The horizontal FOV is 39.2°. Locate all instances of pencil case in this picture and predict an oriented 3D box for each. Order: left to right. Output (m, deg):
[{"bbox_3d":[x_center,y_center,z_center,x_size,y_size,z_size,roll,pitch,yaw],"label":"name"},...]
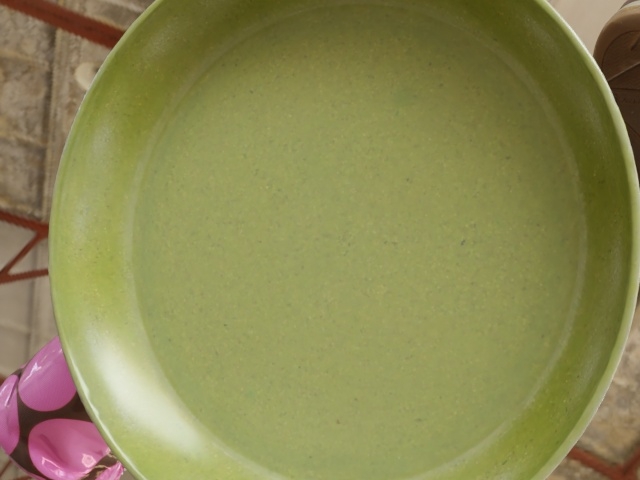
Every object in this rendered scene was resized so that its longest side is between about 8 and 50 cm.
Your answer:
[{"bbox_3d":[-0.093,0.066,0.535,0.209,0.095,0.098,-39,-86,22],"label":"pencil case"}]

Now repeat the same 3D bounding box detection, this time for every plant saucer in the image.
[{"bbox_3d":[0.000,0.000,0.351,0.241,0.037,0.240,-1,-93,25],"label":"plant saucer"}]

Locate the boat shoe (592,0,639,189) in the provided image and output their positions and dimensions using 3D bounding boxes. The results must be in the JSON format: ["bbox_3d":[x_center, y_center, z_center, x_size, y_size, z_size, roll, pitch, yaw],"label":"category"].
[{"bbox_3d":[0.336,-0.122,0.965,0.123,0.123,0.342,10,-42,21],"label":"boat shoe"}]
